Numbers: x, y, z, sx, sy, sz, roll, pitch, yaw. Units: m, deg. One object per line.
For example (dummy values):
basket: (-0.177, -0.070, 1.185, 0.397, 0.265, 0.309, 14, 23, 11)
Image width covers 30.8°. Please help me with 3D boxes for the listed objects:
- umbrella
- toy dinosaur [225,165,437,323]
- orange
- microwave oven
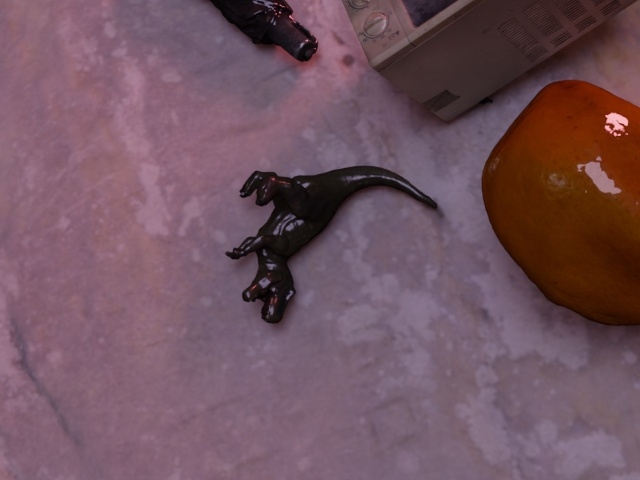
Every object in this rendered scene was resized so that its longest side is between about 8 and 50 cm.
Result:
umbrella: (-0.094, -0.270, 1.280, 0.235, 0.059, 0.066, 43, 106, 19)
toy dinosaur: (0.000, 0.000, 1.191, 0.179, 0.087, 0.187, 22, 93, -19)
orange: (0.255, -0.024, 1.040, 0.249, 0.249, 0.183, 33, 97, 20)
microwave oven: (0.164, -0.253, 1.127, 0.240, 0.194, 0.145, -32, 64, 22)
